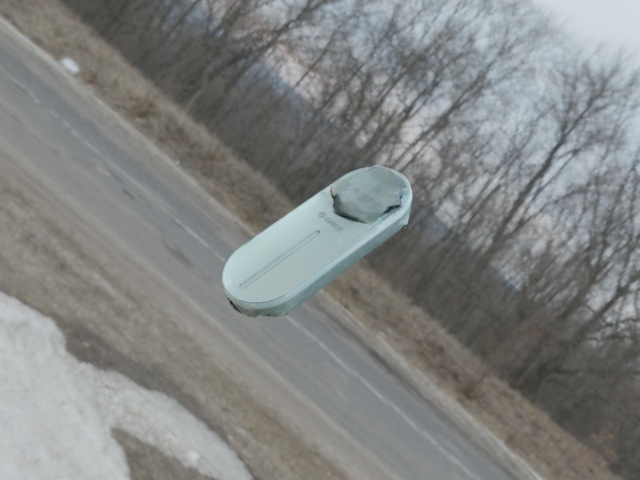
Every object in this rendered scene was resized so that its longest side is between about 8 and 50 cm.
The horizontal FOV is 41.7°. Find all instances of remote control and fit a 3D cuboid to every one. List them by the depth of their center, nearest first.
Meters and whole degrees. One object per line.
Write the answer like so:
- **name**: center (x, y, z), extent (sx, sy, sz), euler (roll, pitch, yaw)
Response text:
- **remote control**: center (0.000, 0.000, 0.948), extent (0.104, 0.247, 0.052), euler (40, -22, 41)

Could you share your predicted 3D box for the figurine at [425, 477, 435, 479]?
- **figurine**: center (0.117, 0.257, 0.389), extent (0.308, 0.143, 0.308), euler (57, -4, 6)
